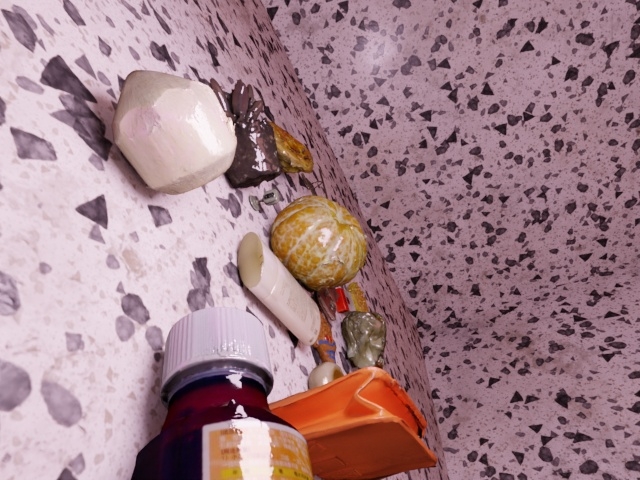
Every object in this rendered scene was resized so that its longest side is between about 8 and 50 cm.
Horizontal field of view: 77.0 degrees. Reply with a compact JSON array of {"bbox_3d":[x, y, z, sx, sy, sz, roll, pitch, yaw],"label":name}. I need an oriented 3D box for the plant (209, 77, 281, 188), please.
[{"bbox_3d":[-0.232,-0.321,1.192,0.194,0.182,0.320,-17,90,-75],"label":"plant"}]

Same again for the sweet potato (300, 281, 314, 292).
[{"bbox_3d":[-0.038,0.106,1.437,0.074,0.075,0.269,56,17,-36],"label":"sweet potato"}]

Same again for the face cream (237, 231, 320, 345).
[{"bbox_3d":[-0.110,0.143,1.121,0.348,0.081,0.173,54,19,-40],"label":"face cream"}]

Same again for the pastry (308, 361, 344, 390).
[{"bbox_3d":[0.023,0.430,1.155,0.156,0.092,0.156,57,16,-26],"label":"pastry"}]

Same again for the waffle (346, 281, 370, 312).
[{"bbox_3d":[0.192,0.319,1.960,0.229,0.057,0.219,65,15,-12],"label":"waffle"}]

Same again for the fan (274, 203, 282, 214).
[{"bbox_3d":[-0.123,-0.048,1.467,0.281,0.023,0.057,63,24,-15],"label":"fan"}]

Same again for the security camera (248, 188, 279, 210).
[{"bbox_3d":[-0.175,-0.133,1.273,0.058,0.092,0.058,57,20,-34],"label":"security camera"}]

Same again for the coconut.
[{"bbox_3d":[-0.287,-0.214,0.781,0.224,0.225,0.233,-84,161,-61],"label":"coconut"}]

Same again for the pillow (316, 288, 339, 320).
[{"bbox_3d":[0.029,0.217,1.574,0.126,0.043,0.232,63,15,-14],"label":"pillow"}]

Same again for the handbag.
[{"bbox_3d":[0.080,0.450,0.920,0.116,0.304,0.410,-99,161,-45],"label":"handbag"}]

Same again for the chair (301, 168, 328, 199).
[{"bbox_3d":[-0.019,-0.237,1.982,0.095,0.104,0.221,-17,79,-49],"label":"chair"}]

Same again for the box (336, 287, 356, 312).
[{"bbox_3d":[0.104,0.268,1.752,0.152,0.048,0.100,39,30,-64],"label":"box"}]

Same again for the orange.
[{"bbox_3d":[0.000,0.000,1.312,0.330,0.249,0.329,30,35,-23],"label":"orange"}]

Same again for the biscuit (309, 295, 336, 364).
[{"bbox_3d":[0.009,0.324,1.374,0.183,0.043,0.279,35,39,-69],"label":"biscuit"}]

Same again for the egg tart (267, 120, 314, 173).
[{"bbox_3d":[-0.154,-0.363,1.644,0.297,0.132,0.297,45,20,-21],"label":"egg tart"}]

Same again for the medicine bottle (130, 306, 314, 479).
[{"bbox_3d":[-0.135,0.278,0.549,0.242,0.243,0.394,53,15,-43],"label":"medicine bottle"}]

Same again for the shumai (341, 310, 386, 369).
[{"bbox_3d":[0.165,0.413,1.586,0.255,0.189,0.218,74,24,-46],"label":"shumai"}]
